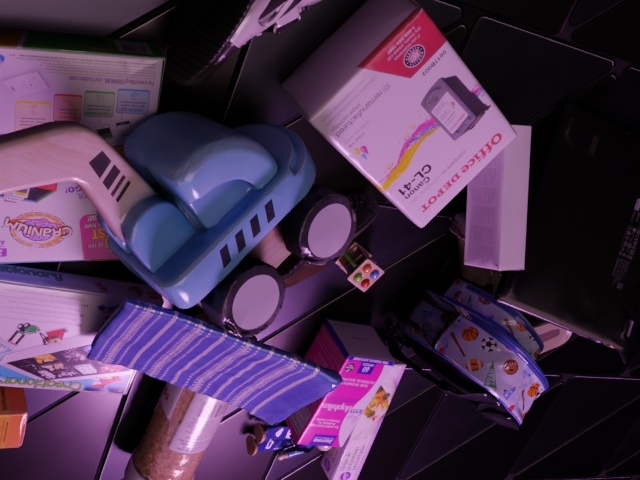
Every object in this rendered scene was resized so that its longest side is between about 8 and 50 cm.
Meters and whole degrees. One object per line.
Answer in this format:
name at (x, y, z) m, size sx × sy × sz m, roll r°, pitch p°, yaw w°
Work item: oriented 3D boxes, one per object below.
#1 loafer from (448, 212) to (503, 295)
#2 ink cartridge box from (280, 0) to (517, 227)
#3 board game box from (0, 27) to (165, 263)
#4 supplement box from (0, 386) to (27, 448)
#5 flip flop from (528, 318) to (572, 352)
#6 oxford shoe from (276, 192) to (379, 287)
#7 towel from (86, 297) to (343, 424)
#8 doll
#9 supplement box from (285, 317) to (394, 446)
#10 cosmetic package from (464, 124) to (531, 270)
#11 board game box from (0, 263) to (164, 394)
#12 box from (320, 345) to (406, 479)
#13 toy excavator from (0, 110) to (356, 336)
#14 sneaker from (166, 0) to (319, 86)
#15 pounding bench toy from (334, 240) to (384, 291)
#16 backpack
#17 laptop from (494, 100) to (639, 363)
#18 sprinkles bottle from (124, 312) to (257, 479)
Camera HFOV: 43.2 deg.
loafer at (0.304, 0.042, 1.513) m, size 0.087 × 0.094 × 0.251 m, roll -44°, pitch 131°, yaw 2°
ink cartridge box at (0.126, -0.197, 1.234) m, size 0.226 × 0.131 × 0.306 m, roll -45°, pitch 129°, yaw 8°
board game box at (-0.352, -0.117, 1.092) m, size 0.242 × 0.064 × 0.317 m, roll -1°, pitch 123°, yaw -26°
supplement box at (-0.580, 0.272, 1.243) m, size 0.233 × 0.078 × 0.080 m, roll 3°, pitch 121°, yaw -29°
flip flop at (0.429, 0.243, 1.726) m, size 0.277 × 0.080 × 0.112 m, roll -20°, pitch 129°, yaw -14°
oxford shoe at (0.000, 0.000, 1.356) m, size 0.227 × 0.083 × 0.096 m, roll -33°, pitch 153°, yaw -5°
towel at (-0.162, 0.188, 1.198) m, size 0.335 × 0.040 × 0.243 m, roll 23°, pitch 148°, yaw -19°
doll at (-0.056, 0.400, 1.616) m, size 0.188 × 0.046 × 0.129 m, roll 9°, pitch 125°, yaw -35°
supplement box at (0.026, 0.271, 1.524) m, size 0.111 × 0.114 × 0.220 m, roll 12°, pitch 118°, yaw -34°
cosmetic package at (0.299, -0.073, 1.364) m, size 0.060 × 0.099 × 0.239 m, roll 0°, pitch 96°, yaw -25°
board game box at (-0.418, 0.141, 1.247) m, size 0.305 × 0.053 × 0.193 m, roll 12°, pitch 116°, yaw -32°
box at (0.083, 0.357, 1.643) m, size 0.063 × 0.067 × 0.324 m, roll 4°, pitch 121°, yaw -28°
toy excavator at (-0.221, -0.059, 1.025) m, size 0.433 × 0.222 × 0.445 m, roll -45°, pitch 133°, yaw -16°
sneaker at (-0.063, -0.320, 1.052) m, size 0.331 × 0.122 × 0.146 m, roll -52°, pitch 142°, yaw 6°
pounding bench toy at (0.060, 0.040, 1.409) m, size 0.052 × 0.065 × 0.083 m, roll -45°, pitch 130°, yaw 8°
backpack at (0.302, 0.220, 1.526) m, size 0.213 × 0.263 × 0.276 m, roll -49°, pitch 130°, yaw 1°
laptop at (0.533, 0.004, 1.549) m, size 0.407 × 0.236 × 0.382 m, roll 21°, pitch 84°, yaw -9°
sprinkles bottle at (-0.228, 0.297, 1.408) m, size 0.121 × 0.121 × 0.356 m, roll 12°, pitch 116°, yaw -33°
